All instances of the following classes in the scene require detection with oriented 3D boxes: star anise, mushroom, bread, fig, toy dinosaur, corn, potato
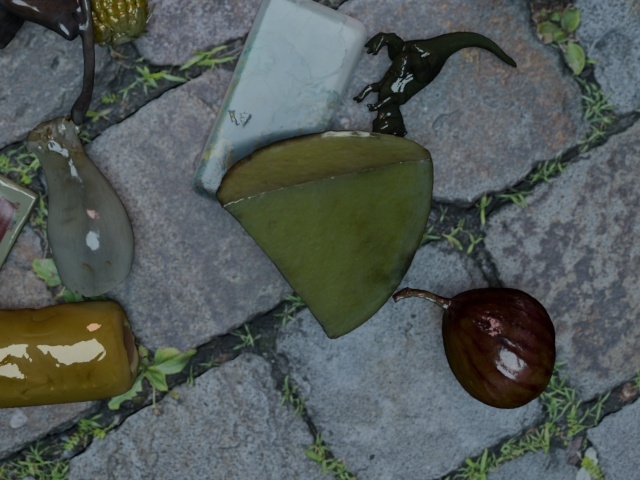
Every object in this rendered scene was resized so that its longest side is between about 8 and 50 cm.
[{"bbox_3d":[-0.385,-0.340,1.304,0.316,0.139,0.359,28,134,18],"label":"star anise"},{"bbox_3d":[-0.305,-0.045,1.403,0.116,0.093,0.225,-9,104,12],"label":"mushroom"},{"bbox_3d":[-0.393,0.154,1.440,0.305,0.091,0.142,-6,107,-2],"label":"bread"},{"bbox_3d":[0.224,0.118,1.442,0.148,0.149,0.202,-29,85,37],"label":"fig"},{"bbox_3d":[0.134,-0.200,1.439,0.179,0.087,0.187,9,121,-41],"label":"toy dinosaur"},{"bbox_3d":[-0.277,-0.364,1.345,0.091,0.091,0.260,-18,98,-27],"label":"corn"},{"bbox_3d":[0.000,0.000,1.413,0.269,0.112,0.255,-12,127,-13],"label":"potato"}]

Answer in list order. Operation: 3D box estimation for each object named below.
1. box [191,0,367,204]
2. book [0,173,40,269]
[{"bbox_3d":[-0.054,-0.169,1.421,0.142,0.044,0.285,20,99,-11],"label":"box"},{"bbox_3d":[-0.501,-0.044,1.426,0.232,0.022,0.162,29,101,-9],"label":"book"}]
